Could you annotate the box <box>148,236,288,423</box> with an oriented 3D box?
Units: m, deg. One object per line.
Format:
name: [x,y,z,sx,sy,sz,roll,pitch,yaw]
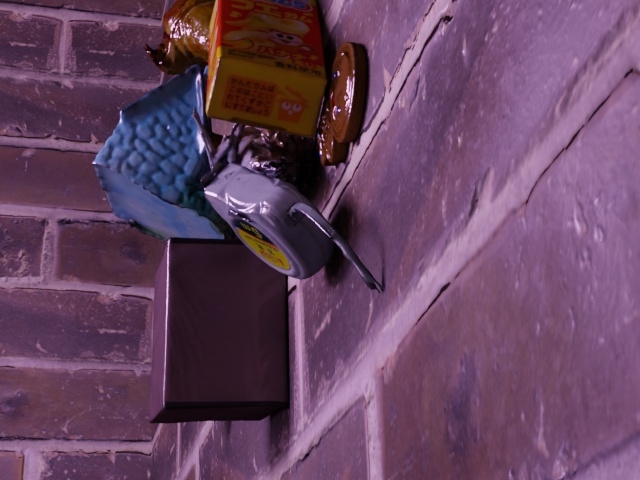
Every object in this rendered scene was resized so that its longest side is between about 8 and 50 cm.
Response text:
box: [-0.151,0.138,1.757,0.153,0.188,0.252,124,145,-65]

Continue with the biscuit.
biscuit: [0.022,-0.159,1.439,0.175,0.026,0.124,112,159,-53]

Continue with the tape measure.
tape measure: [0.000,-0.001,1.397,0.330,0.164,0.084,23,72,46]

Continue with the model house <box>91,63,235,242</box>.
model house: [-0.193,-0.124,1.875,0.261,0.226,0.241,98,-163,-72]

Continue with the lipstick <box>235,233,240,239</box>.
lipstick: [-0.144,0.063,1.985,0.077,0.076,0.289,125,146,-69]

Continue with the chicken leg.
chicken leg: [-0.184,-0.329,1.976,0.361,0.212,0.140,-113,1,-67]

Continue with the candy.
candy: [-0.072,-0.245,1.566,0.276,0.146,0.088,-93,16,-57]

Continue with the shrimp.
shrimp: [-0.095,-0.114,1.620,0.372,0.172,0.137,123,154,-78]
